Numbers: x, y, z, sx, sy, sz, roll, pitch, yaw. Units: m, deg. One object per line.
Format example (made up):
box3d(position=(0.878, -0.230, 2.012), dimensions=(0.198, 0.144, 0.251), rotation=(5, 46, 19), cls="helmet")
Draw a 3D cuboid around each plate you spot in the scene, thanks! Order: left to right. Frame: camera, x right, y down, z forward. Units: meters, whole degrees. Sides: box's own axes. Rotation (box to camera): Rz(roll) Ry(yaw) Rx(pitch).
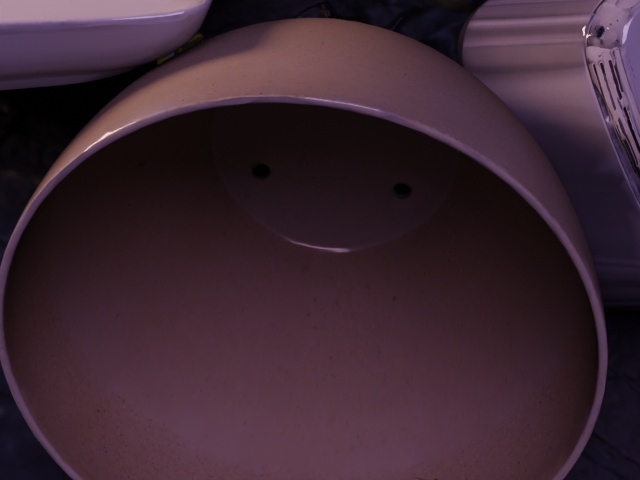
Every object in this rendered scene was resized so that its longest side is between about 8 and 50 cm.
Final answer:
box3d(position=(-0.179, -0.124, 0.987), dimensions=(0.277, 0.278, 0.045), rotation=(-5, 111, 5), cls="plate")

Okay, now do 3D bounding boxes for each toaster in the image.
box3d(position=(0.170, -0.065, 0.976), dimensions=(0.129, 0.146, 0.227), rotation=(-31, 105, -21), cls="toaster")

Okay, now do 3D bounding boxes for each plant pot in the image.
box3d(position=(0.000, 0.000, 0.955), dimensions=(0.284, 0.284, 0.191), rotation=(9, 36, 2), cls="plant pot")

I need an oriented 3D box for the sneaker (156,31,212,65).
box3d(position=(-0.077, -0.085, 1.079), dimensions=(0.035, 0.031, 0.083), rotation=(6, 72, 0), cls="sneaker")
